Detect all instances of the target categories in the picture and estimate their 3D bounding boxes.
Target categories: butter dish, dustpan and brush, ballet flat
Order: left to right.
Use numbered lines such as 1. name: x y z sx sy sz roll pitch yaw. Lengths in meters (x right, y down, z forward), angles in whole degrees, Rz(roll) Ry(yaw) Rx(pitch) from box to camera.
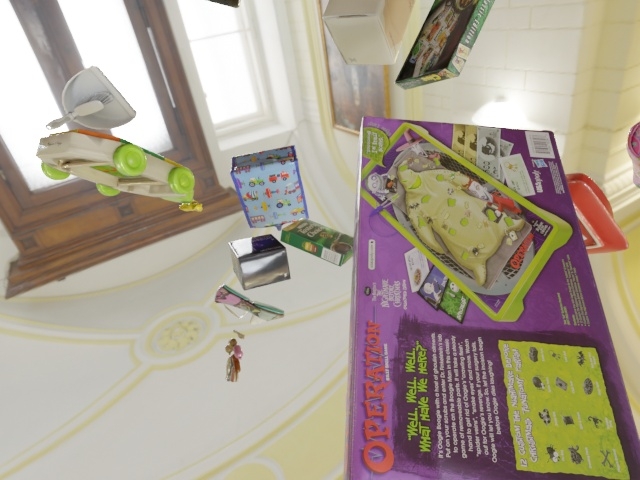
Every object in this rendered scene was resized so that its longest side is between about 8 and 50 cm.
1. dustpan and brush: -0.574 -0.312 0.996 0.211 0.147 0.060 -11 -132 21
2. ballet flat: -0.222 0.211 1.280 0.221 0.079 0.077 24 179 -4
3. butter dish: 0.422 -0.058 0.715 0.118 0.160 0.160 -51 -163 -26

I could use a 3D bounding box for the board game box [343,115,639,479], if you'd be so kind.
1. board game box: 0.132 0.031 0.374 0.208 0.056 0.347 7 -121 -2

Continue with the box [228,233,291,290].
1. box: -0.197 0.063 1.323 0.153 0.108 0.207 -13 -163 -18

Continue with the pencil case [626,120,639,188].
1. pencil case: 0.843 -0.205 1.034 0.124 0.124 0.284 22 -178 42

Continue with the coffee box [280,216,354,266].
1. coffee box: 0.000 0.000 1.080 0.184 0.041 0.113 23 -151 22

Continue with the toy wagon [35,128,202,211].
1. toy wagon: -0.392 -0.135 0.882 0.267 0.068 0.344 3 171 30

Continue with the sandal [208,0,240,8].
1. sandal: -0.351 -0.569 0.816 0.167 0.107 0.445 36 -148 29

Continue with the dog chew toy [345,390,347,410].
1. dog chew toy: 0.208 0.351 1.058 0.206 0.206 0.332 32 -91 49

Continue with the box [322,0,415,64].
1. box: 0.127 -0.541 0.870 0.121 0.148 0.311 13 -102 28

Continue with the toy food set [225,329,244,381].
1. toy food set: -0.201 0.272 0.955 0.019 0.122 0.078 6 -179 -37

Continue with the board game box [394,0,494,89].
1. board game box: 0.216 -0.365 0.646 0.030 0.260 0.136 26 179 -24

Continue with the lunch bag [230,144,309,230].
1. lunch bag: -0.165 -0.155 1.445 0.220 0.293 0.138 -11 -144 -1
